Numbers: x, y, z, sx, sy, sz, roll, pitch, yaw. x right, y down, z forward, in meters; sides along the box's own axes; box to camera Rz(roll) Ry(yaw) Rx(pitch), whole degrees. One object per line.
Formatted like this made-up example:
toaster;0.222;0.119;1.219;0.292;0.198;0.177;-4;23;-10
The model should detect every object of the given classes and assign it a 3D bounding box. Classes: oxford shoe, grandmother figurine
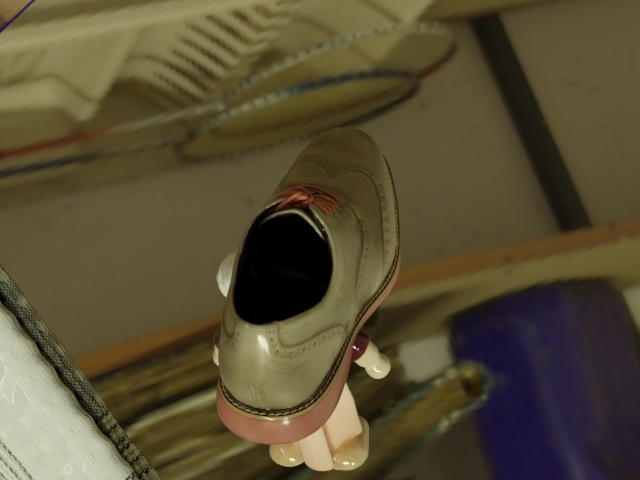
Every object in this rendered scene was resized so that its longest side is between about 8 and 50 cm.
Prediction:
oxford shoe;0.000;0.000;1.204;0.123;0.348;0.130;6;132;8
grandmother figurine;-0.028;0.127;1.602;0.208;0.104;0.342;-6;138;14

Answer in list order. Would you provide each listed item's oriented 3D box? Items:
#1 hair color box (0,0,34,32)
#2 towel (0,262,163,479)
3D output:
hair color box;-0.330;-0.176;1.033;0.339;0.185;0.110;-45;-163;-5
towel;-0.206;0.199;0.853;0.312;0.324;0.056;-35;-175;27
